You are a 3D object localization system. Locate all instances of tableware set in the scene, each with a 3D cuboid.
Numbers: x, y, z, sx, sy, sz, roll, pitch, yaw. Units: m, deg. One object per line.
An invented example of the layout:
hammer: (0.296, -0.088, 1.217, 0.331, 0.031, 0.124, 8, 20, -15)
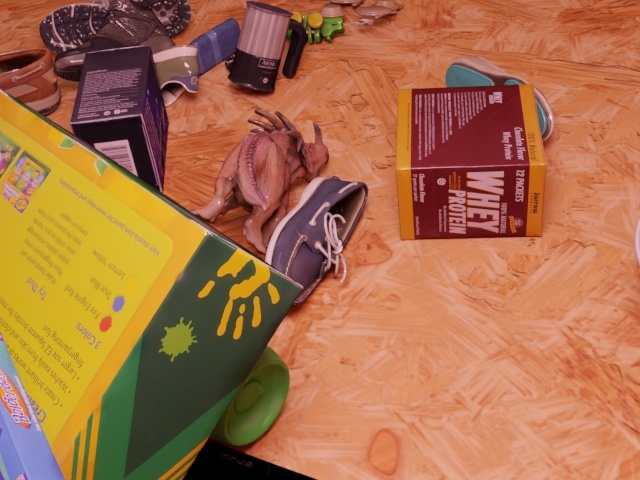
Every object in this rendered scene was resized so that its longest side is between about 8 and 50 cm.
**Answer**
tableware set: (0.073, -0.438, 1.745, 0.168, 0.020, 0.141, 11, 30, 24)

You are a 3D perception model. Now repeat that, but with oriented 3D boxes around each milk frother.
milk frother: (-0.112, -0.342, 1.600, 0.143, 0.135, 0.129, 28, 22, 30)

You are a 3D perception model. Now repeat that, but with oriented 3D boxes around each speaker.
speaker: (-0.179, 0.124, 1.100, 0.296, 0.131, 0.131, 27, 52, 32)

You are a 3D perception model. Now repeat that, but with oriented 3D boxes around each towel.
towel: (-0.193, -0.350, 1.672, 0.029, 0.067, 0.119, 30, 54, 32)

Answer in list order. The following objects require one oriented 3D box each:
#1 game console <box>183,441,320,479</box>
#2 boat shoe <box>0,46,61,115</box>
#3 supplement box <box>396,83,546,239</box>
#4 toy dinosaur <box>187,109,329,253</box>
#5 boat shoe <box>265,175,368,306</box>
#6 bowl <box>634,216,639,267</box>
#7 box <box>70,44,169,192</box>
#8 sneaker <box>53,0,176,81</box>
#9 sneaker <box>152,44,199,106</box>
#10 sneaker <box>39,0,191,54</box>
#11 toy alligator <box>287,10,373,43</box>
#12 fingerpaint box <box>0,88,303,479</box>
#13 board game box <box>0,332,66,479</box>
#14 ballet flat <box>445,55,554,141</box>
game console: (-0.126, 0.363, 0.896, 0.213, 0.044, 0.361, 13, 47, 22)
boat shoe: (-0.591, -0.258, 1.541, 0.324, 0.120, 0.122, -21, 46, -36)
supplement box: (0.207, -0.111, 1.304, 0.194, 0.129, 0.191, -2, 42, 7)
toy dinosaur: (-0.078, -0.098, 1.268, 0.127, 0.295, 0.200, 28, 90, 3)
boat shoe: (0.000, 0.000, 1.244, 0.079, 0.095, 0.254, -1, 32, 24)
bowl: (0.508, 0.059, 1.068, 0.297, 0.134, 0.298, -5, 42, 4)
box: (-0.306, -0.185, 1.444, 0.108, 0.153, 0.207, -7, 43, 1)
sneaker: (-0.379, -0.360, 1.645, 0.227, 0.087, 0.130, -24, 84, -30)
sneaker: (-0.283, -0.270, 1.597, 0.192, 0.086, 0.064, -11, -2, 34)
sneaker: (-0.388, -0.413, 1.767, 0.283, 0.110, 0.122, -11, 24, -8)
toy alligator: (0.002, -0.383, 1.696, 0.189, 0.056, 0.051, 7, 86, 14)
fingerpaint box: (-0.290, 0.090, 0.986, 0.444, 0.163, 0.371, 30, 87, 42)
board game box: (-0.318, 0.194, 0.814, 0.160, 0.047, 0.210, -49, 49, 7)
ballet flat: (0.299, -0.229, 1.464, 0.086, 0.086, 0.248, -26, 44, -19)
